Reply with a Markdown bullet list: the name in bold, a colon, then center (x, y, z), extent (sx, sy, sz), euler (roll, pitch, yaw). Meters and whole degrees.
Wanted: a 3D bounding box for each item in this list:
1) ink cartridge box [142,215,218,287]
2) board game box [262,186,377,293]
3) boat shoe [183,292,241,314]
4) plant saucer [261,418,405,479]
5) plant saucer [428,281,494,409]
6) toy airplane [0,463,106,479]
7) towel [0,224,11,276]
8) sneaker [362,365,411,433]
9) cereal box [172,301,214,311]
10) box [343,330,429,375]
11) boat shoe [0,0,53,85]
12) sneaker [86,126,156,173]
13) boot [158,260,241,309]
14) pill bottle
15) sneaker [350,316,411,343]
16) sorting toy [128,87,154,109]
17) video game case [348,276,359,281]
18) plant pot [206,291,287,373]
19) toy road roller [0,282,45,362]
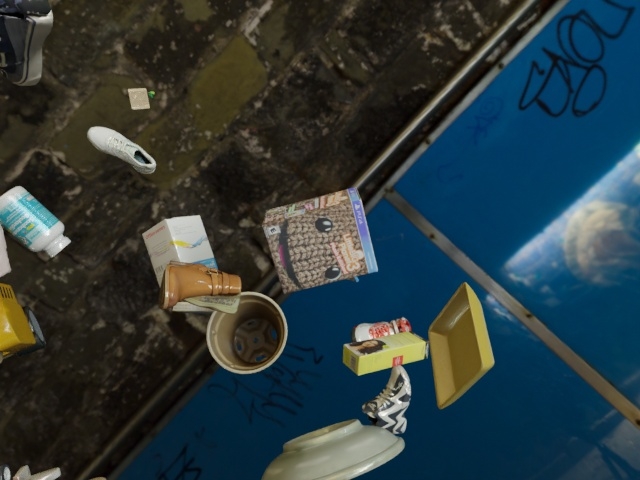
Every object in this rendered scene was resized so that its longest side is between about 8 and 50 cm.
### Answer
- **ink cartridge box**: center (-0.543, 0.041, 1.782), extent (0.171, 0.233, 0.168), euler (-23, 175, 35)
- **board game box**: center (0.000, 0.000, 1.378), extent (0.290, 0.232, 0.141), euler (-15, -159, 4)
- **boat shoe**: center (-0.416, 0.193, 1.656), extent (0.104, 0.285, 0.089), euler (11, -100, 46)
- **plant saucer**: center (0.016, 0.550, 1.200), extent (0.400, 0.101, 0.400), euler (-17, 162, -5)
- **plant saucer**: center (0.490, 0.372, 1.597), extent (0.333, 0.080, 0.333), euler (109, -10, -46)
- **toy airplane**: center (-0.854, 0.768, 1.258), extent (0.386, 0.273, 0.384), euler (-29, 159, 25)
- **towel**: center (-0.906, -0.021, 1.128), extent (0.317, 0.053, 0.332), euler (-89, 180, -72)
- **sneaker**: center (0.217, 0.546, 1.571), extent (0.094, 0.153, 0.235), euler (-157, -107, -66)
- **cereal box**: center (-0.534, 0.312, 2.125), extent (0.173, 0.240, 0.047), euler (61, 29, -76)
- **box**: center (0.181, 0.307, 1.266), extent (0.087, 0.232, 0.058), euler (23, -66, 58)
- **boat shoe**: center (-0.557, -0.345, 0.755), extent (0.158, 0.127, 0.340), euler (-20, -175, -36)
- **sneaker**: center (-0.419, -0.198, 0.982), extent (0.061, 0.152, 0.054), euler (-2, -119, 62)
- **boot**: center (-0.341, 0.138, 1.323), extent (0.283, 0.220, 0.109), euler (-146, -110, -76)
- **pill bottle**: center (-1.055, -0.059, 1.685), extent (0.146, 0.264, 0.146), euler (-35, -159, 16)
- **sneaker**: center (0.221, 0.318, 1.596), extent (0.145, 0.090, 0.270), euler (-21, 164, 28)
- **sorting toy**: center (-0.553, -0.442, 1.432), extent (0.083, 0.062, 0.012), euler (-19, -163, -39)
- **video game case**: center (0.105, 0.125, 2.059), extent (0.015, 0.119, 0.166), euler (-32, -167, -17)
- **plant pot**: center (-0.304, 0.423, 2.030), extent (0.334, 0.333, 0.305), euler (-52, 170, -15)
- **toy road roller**: center (-0.658, 0.128, 0.818), extent (0.202, 0.241, 0.329), euler (-23, 180, -24)
